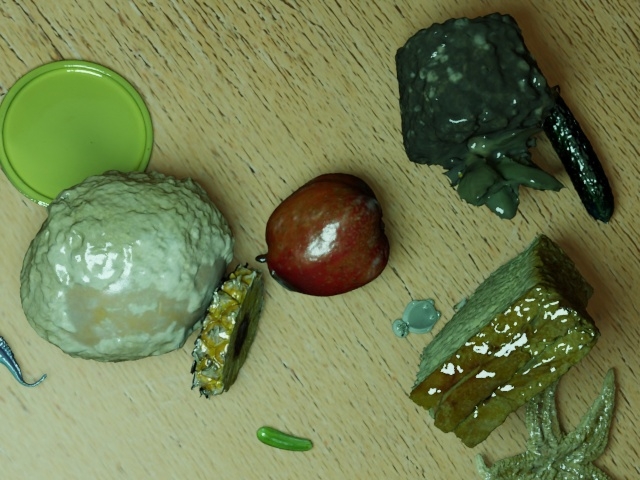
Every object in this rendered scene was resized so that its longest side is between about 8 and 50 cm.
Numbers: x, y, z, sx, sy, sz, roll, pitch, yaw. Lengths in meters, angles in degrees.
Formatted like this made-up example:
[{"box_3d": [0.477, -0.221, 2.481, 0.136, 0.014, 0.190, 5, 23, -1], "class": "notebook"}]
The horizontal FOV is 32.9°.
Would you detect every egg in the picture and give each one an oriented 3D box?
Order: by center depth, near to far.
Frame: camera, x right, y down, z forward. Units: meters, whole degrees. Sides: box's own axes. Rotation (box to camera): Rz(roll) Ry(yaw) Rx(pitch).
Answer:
[{"box_3d": [-0.268, 0.035, 1.496, 0.279, 0.279, 0.310, 52, 48, 0], "class": "egg"}]

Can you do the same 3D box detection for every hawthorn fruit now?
[{"box_3d": [0.000, 0.000, 1.615, 0.202, 0.185, 0.185, -21, 85, 1], "class": "hawthorn fruit"}]

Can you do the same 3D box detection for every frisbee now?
[{"box_3d": [-0.369, -0.157, 1.626, 0.236, 0.017, 0.236, 2, 79, -13], "class": "frisbee"}]

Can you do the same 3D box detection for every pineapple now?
[{"box_3d": [-0.127, 0.136, 1.542, 0.047, 0.221, 0.221, 18, 76, 12], "class": "pineapple"}]

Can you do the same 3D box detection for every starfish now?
[{"box_3d": [0.396, 0.357, 1.694, 0.299, 0.060, 0.302, -27, 82, -22], "class": "starfish"}]

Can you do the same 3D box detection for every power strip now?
[{"box_3d": [0.151, 0.123, 1.691, 0.083, 0.035, 0.055, -28, 88, -19], "class": "power strip"}]

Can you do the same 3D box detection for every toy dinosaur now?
[{"box_3d": [-0.483, 0.162, 1.529, 0.197, 0.045, 0.080, 27, 72, 2], "class": "toy dinosaur"}]

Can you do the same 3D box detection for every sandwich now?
[{"box_3d": [0.275, 0.138, 1.591, 0.131, 0.325, 0.262, 44, 109, -3], "class": "sandwich"}]

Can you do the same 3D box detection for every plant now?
[{"box_3d": [0.245, -0.180, 1.677, 0.215, 0.213, 0.312, -16, 87, -19], "class": "plant"}]

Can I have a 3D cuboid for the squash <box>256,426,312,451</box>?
[{"box_3d": [-0.054, 0.299, 1.616, 0.089, 0.027, 0.027, 20, 76, -13], "class": "squash"}]

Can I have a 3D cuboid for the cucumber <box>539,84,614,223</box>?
[{"box_3d": [0.424, -0.141, 1.785, 0.067, 0.067, 0.245, -28, 86, -16], "class": "cucumber"}]
